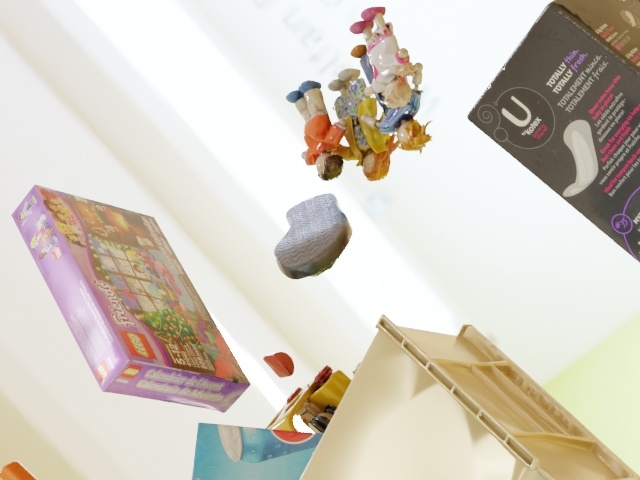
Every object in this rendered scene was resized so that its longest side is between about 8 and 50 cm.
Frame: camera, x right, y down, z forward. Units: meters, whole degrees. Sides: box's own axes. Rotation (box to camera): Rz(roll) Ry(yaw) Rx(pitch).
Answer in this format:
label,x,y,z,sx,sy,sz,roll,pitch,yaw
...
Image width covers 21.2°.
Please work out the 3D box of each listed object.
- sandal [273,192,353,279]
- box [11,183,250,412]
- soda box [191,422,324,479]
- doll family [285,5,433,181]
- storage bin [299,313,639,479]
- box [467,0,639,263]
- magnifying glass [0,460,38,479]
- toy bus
label,x,y,z,sx,sy,sz,roll,pitch,yaw
sandal,0.001,0.000,2.122,0.254,0.097,0.054,-77,-34,-73
box,-0.224,0.068,2.014,0.201,0.057,0.293,16,-147,-48
soda box,-0.035,0.250,1.912,0.067,0.210,0.071,79,-164,-77
doll family,0.075,-0.171,2.188,0.118,0.263,0.163,-2,-119,-35
storage bin,0.103,0.240,1.433,0.123,0.262,0.260,14,-160,-42
box,0.312,-0.115,1.695,0.270,0.165,0.143,41,-143,7
magnifying glass,-0.270,0.321,1.869,0.231,0.026,0.092,40,-144,25
toy bus,-0.002,0.237,2.152,0.191,0.104,0.202,15,142,36
